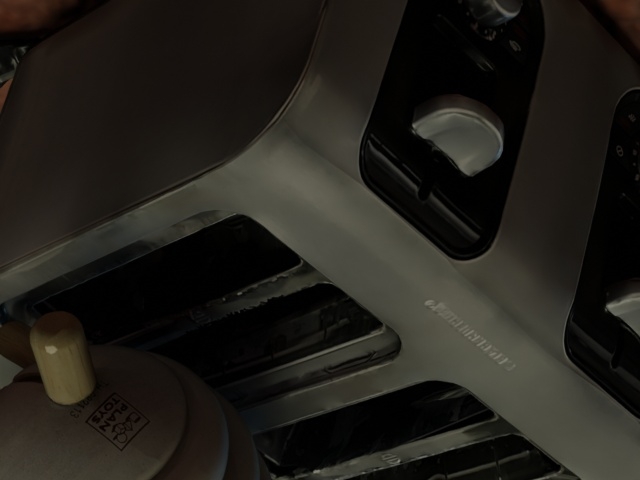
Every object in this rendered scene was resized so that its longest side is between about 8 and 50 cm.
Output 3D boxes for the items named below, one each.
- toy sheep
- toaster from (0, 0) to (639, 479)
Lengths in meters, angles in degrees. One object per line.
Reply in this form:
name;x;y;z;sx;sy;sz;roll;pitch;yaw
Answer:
toy sheep;-0.053;0.066;0.374;0.091;0.091;0.132;2;137;15
toaster;0.000;0.000;0.431;0.185;0.110;0.168;-22;130;39
